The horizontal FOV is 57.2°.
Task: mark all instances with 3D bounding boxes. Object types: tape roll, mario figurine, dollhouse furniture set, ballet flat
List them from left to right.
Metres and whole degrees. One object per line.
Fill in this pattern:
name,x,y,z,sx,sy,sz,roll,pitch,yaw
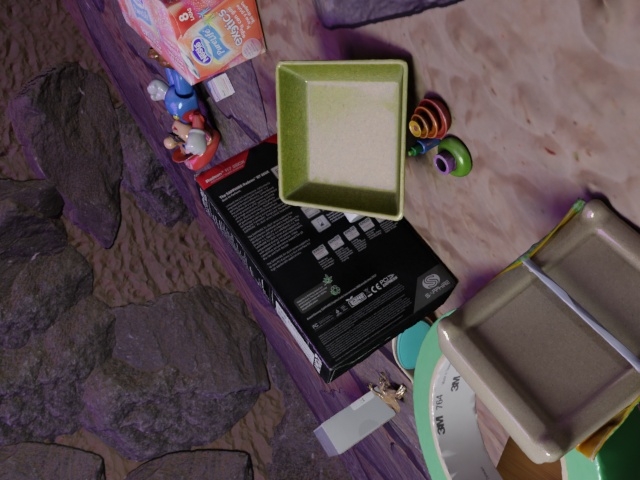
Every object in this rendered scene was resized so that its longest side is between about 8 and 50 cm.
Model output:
mario figurine,-0.367,-0.320,1.487,0.198,0.170,0.320,-83,-15,-57
ballet flat,0.174,0.203,1.035,0.086,0.086,0.248,36,152,52
tape roll,0.230,0.234,0.705,0.321,0.077,0.321,175,90,-66
dollhouse furniture set,0.269,0.144,0.508,0.301,0.197,0.151,52,-178,33

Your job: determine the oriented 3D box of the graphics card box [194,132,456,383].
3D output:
graphics card box,0.000,0.000,0.902,0.371,0.233,0.094,51,161,21

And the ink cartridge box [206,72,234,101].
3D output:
ink cartridge box,-0.221,-0.339,1.300,0.048,0.028,0.083,64,162,-15

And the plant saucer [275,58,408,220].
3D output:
plant saucer,0.032,-0.131,0.745,0.188,0.045,0.188,11,110,32

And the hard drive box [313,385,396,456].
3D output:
hard drive box,0.087,0.495,1.587,0.089,0.181,0.232,56,162,15

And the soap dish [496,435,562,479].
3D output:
soap dish,0.365,0.406,0.759,0.291,0.118,0.229,25,143,63

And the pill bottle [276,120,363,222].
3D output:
pill bottle,0.024,-0.122,0.849,0.184,0.103,0.103,57,163,7

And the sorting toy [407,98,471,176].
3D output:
sorting toy,0.129,-0.111,0.675,0.102,0.042,0.061,62,163,-12

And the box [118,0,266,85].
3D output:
box,-0.242,-0.415,1.018,0.300,0.154,0.142,47,159,38

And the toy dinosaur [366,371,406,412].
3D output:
toy dinosaur,0.158,0.369,1.392,0.092,0.053,0.183,50,161,24
